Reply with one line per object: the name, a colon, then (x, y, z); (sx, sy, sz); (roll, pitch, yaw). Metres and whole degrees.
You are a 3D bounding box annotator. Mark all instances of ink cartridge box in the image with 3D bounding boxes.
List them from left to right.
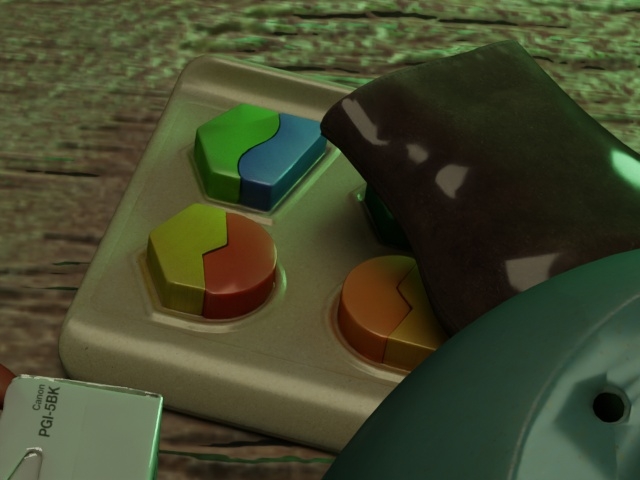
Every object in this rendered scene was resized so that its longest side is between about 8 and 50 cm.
ink cartridge box: (-0.092, 0.129, 0.698); (0.056, 0.135, 0.099); (8, 48, -2)

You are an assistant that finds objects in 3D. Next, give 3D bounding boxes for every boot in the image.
boot: (0.147, -0.018, 0.866); (0.248, 0.090, 0.207); (-19, 64, -30)

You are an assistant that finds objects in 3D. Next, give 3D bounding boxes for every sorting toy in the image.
sorting toy: (0.000, 0.000, 0.894); (0.193, 0.038, 0.208); (14, 48, 5)

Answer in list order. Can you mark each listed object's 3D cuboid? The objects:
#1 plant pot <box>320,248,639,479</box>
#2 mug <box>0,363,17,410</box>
plant pot: (0.122, 0.134, 0.607); (0.293, 0.235, 0.293); (2, 65, -5)
mug: (-0.187, 0.071, 0.715); (0.113, 0.169, 0.150); (33, 52, 21)
